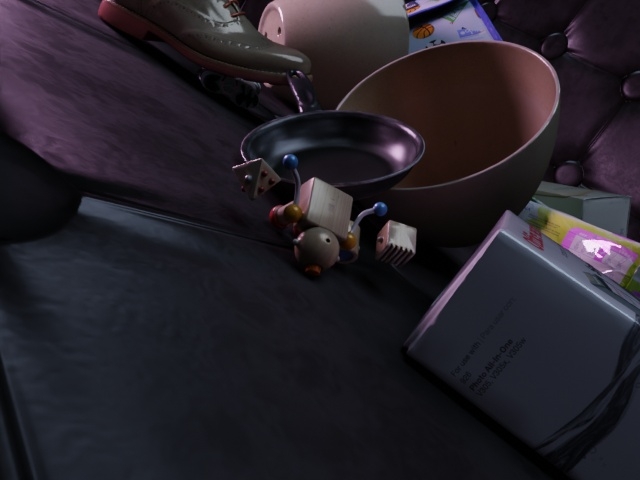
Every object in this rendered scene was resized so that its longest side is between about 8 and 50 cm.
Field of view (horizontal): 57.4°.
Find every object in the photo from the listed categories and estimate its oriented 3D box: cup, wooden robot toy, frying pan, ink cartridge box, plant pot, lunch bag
[{"bbox_3d":[0.000,-0.406,1.249,0.236,0.331,0.331,-4,33,-24],"label":"cup"},{"bbox_3d":[0.000,0.000,0.485,0.173,0.076,0.079,25,53,-27],"label":"wooden robot toy"},{"bbox_3d":[-0.023,-0.123,0.681,0.197,0.053,0.326,-21,37,-28],"label":"frying pan"},{"bbox_3d":[0.232,0.107,0.471,0.289,0.122,0.211,36,16,11],"label":"ink cartridge box"},{"bbox_3d":[0.171,-0.100,0.772,0.284,0.284,0.191,53,-7,48],"label":"plant pot"},{"bbox_3d":[0.249,-0.436,1.412,0.239,0.327,0.386,56,16,-57],"label":"lunch bag"}]

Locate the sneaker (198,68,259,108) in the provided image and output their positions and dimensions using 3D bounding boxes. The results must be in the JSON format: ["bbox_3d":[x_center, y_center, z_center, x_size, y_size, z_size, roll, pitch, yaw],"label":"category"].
[{"bbox_3d":[-0.143,-0.243,0.906,0.098,0.038,0.069,23,20,-33],"label":"sneaker"}]

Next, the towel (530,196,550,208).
[{"bbox_3d":[0.401,-0.093,1.362,0.324,0.038,0.248,33,-9,-7],"label":"towel"}]

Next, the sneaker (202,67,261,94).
[{"bbox_3d":[-0.153,-0.275,0.997,0.109,0.040,0.044,30,33,-1],"label":"sneaker"}]

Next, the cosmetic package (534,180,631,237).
[{"bbox_3d":[0.595,-0.079,1.479,0.160,0.113,0.309,-5,13,-24],"label":"cosmetic package"}]

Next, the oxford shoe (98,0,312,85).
[{"bbox_3d":[-0.162,-0.328,0.861,0.348,0.130,0.123,23,21,3],"label":"oxford shoe"}]

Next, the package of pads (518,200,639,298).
[{"bbox_3d":[0.464,0.045,0.969,0.229,0.101,0.296,25,9,-25],"label":"package of pads"}]
